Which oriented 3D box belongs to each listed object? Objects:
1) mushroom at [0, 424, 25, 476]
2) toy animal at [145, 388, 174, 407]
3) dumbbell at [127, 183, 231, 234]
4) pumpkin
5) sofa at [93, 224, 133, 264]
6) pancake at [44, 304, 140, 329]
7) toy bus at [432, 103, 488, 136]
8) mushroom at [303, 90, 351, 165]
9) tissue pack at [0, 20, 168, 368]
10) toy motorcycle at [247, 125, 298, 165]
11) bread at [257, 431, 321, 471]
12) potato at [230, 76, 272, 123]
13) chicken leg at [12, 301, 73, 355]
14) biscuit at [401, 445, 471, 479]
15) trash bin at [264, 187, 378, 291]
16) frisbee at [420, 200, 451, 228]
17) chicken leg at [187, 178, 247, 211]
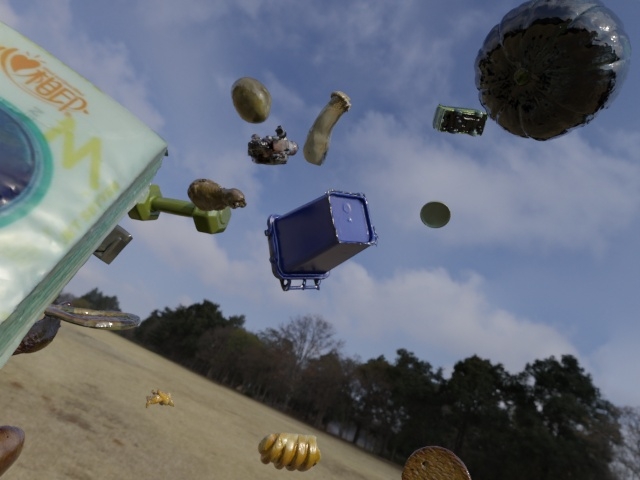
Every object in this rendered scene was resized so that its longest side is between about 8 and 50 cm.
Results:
[{"bbox_3d":[-0.470,0.300,0.593,0.080,0.135,0.171,65,-15,-3],"label":"mushroom"},{"bbox_3d":[-0.533,0.536,1.462,0.061,0.081,0.083,-14,-55,27],"label":"toy animal"},{"bbox_3d":[-0.400,-0.093,1.229,0.302,0.121,0.108,11,-19,17],"label":"dumbbell"},{"bbox_3d":[0.594,-0.443,1.148,0.364,0.266,0.362,27,-51,38],"label":"pumpkin"},{"bbox_3d":[-0.502,-0.024,0.966,0.147,0.085,0.060,34,-19,8],"label":"sofa"},{"bbox_3d":[-0.628,0.214,1.223,0.250,0.031,0.250,10,-6,1],"label":"pancake"},{"bbox_3d":[0.485,-0.423,1.544,0.175,0.101,0.088,1,-60,-15],"label":"toy bus"},{"bbox_3d":[0.017,-0.335,1.305,0.092,0.223,0.081,10,26,-30],"label":"mushroom"},{"bbox_3d":[-0.391,-0.056,0.484,0.287,0.387,0.162,37,-48,-18],"label":"tissue pack"},{"bbox_3d":[-0.176,-0.355,1.679,0.207,0.134,0.401,-3,5,-9],"label":"toy motorcycle"},{"bbox_3d":[-0.088,0.595,1.232,0.178,0.084,0.119,17,-49,-19],"label":"bread"},{"bbox_3d":[-0.278,-0.558,1.751,0.160,0.177,0.235,-3,19,-17],"label":"potato"},{"bbox_3d":[-0.873,0.257,1.262,0.323,0.177,0.082,0,-47,-42],"label":"chicken leg"},{"bbox_3d":[0.310,0.653,1.177,0.188,0.187,0.027,10,-20,29],"label":"biscuit"},{"bbox_3d":[0.000,0.000,0.968,0.163,0.183,0.235,3,-21,-39],"label":"trash bin"},{"bbox_3d":[0.418,-0.095,1.596,0.110,0.014,0.110,7,-61,13],"label":"frisbee"},{"bbox_3d":[-0.236,-0.099,0.987,0.198,0.069,0.084,12,-55,43],"label":"chicken leg"}]
